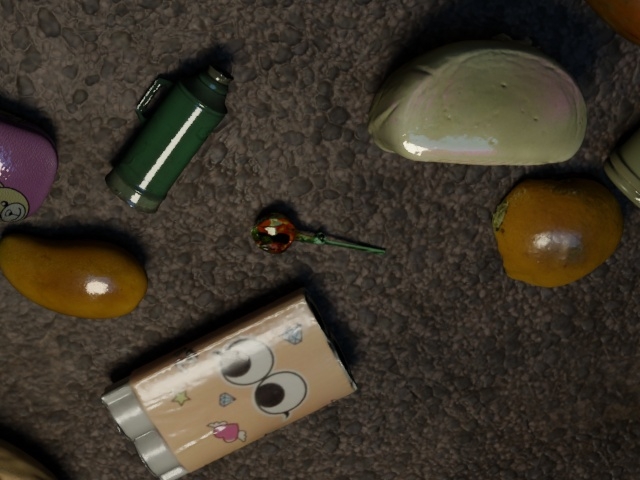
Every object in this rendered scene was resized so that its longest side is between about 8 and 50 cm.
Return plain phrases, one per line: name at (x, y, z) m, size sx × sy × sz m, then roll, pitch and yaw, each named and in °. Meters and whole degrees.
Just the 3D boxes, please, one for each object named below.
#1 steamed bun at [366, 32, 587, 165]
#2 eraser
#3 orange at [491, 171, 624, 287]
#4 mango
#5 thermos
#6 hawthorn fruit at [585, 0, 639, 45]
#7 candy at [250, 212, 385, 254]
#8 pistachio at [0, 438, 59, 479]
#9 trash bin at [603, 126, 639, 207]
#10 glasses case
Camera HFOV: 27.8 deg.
steamed bun at (0.178, -0.165, 1.494) m, size 0.239 × 0.170 × 0.152 m, roll 2°, pitch 95°, yaw -14°
eraser at (-0.116, 0.186, 1.675) m, size 0.290 × 0.087 × 0.171 m, roll -26°, pitch 119°, yaw 4°
orange at (0.304, -0.009, 1.636) m, size 0.160 × 0.112 × 0.170 m, roll 36°, pitch 96°, yaw -25°
mango at (-0.300, 0.043, 1.565) m, size 0.184 × 0.085 × 0.102 m, roll 11°, pitch 116°, yaw -10°
thermos at (-0.170, -0.127, 1.505) m, size 0.073 × 0.083 × 0.187 m, roll 23°, pitch 113°, yaw -45°
hawthorn fruit at (0.395, -0.320, 1.361) m, size 0.268 × 0.301 × 0.267 m, roll -1°, pitch 119°, yaw -2°
candy at (0.000, 0.000, 1.624) m, size 0.185 × 0.049 × 0.055 m, roll 9°, pitch 148°, yaw -24°
pistachio at (-0.448, 0.335, 1.659) m, size 0.293 × 0.162 × 0.181 m, roll 26°, pitch 138°, yaw -22°
trash bin at (0.517, -0.112, 1.594) m, size 0.243 × 0.121 × 0.247 m, roll 31°, pitch 114°, yaw -24°
glasses case at (-0.451, -0.115, 1.450) m, size 0.316 × 0.076 × 0.123 m, roll 21°, pitch 109°, yaw -21°
